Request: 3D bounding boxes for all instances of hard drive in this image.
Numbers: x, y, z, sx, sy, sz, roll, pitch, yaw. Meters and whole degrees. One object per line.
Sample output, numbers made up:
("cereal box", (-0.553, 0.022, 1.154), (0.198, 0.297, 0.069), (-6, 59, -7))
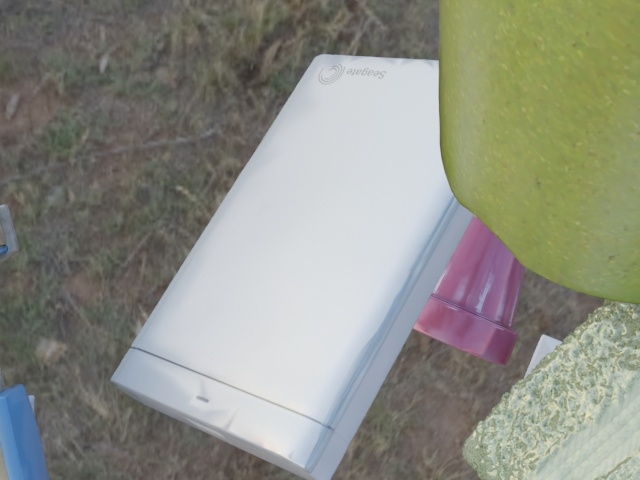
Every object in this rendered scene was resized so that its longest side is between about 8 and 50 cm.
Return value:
("hard drive", (0.000, 0.000, 0.846), (0.233, 0.047, 0.353), (13, 65, 43))

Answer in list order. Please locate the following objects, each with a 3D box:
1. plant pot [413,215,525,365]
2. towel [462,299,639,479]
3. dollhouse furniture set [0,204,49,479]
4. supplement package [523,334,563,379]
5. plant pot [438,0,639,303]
("plant pot", (0.205, 0.059, 1.483), (0.201, 0.201, 0.180), (24, 90, 3))
("towel", (0.142, 0.084, 0.481), (0.148, 0.027, 0.110), (-46, 50, 11))
("dollhouse furniture set", (-0.366, 0.147, 0.866), (0.286, 0.198, 0.303), (-12, 94, 3))
("supplement package", (0.392, 0.237, 1.411), (0.244, 0.139, 0.133), (22, 87, 15))
("plant pot", (0.150, -0.116, 0.416), (0.276, 0.254, 0.276), (2, 52, -2))
